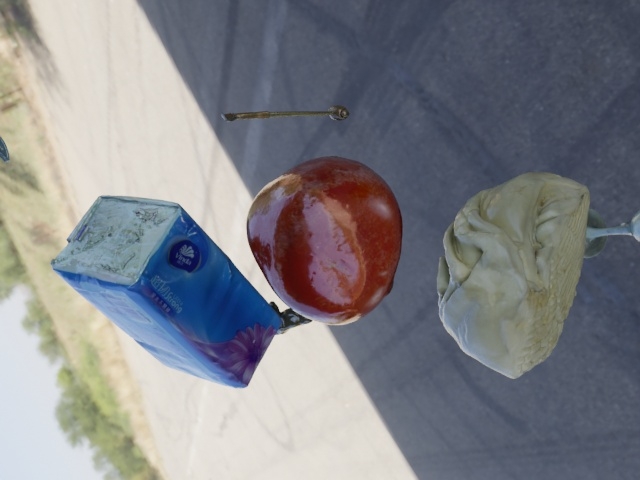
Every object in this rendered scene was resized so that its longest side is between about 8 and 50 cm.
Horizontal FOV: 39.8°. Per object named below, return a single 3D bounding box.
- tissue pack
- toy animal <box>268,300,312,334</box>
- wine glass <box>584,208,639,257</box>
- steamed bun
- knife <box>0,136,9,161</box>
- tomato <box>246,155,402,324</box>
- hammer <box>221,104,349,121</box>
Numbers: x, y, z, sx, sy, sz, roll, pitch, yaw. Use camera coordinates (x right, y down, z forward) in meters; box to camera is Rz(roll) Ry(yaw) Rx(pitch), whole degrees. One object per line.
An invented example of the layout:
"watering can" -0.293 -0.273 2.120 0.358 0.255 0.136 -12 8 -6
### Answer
"tissue pack" -0.206 0.070 1.226 0.198 0.146 0.263 8 149 41
"toy animal" -0.077 0.146 1.643 0.047 0.136 0.065 -95 -19 -61
"wine glass" 0.499 0.025 1.535 0.096 0.264 0.309 56 162 -8
"steamed bun" 0.282 0.037 1.379 0.203 0.276 0.289 15 107 32
"knife" -0.532 -0.200 1.305 0.210 0.015 0.028 52 -154 -26
"tomato" 0.000 0.000 0.951 0.187 0.151 0.187 35 134 46
"hammer" -0.031 -0.113 0.790 0.029 0.123 0.014 18 111 59
